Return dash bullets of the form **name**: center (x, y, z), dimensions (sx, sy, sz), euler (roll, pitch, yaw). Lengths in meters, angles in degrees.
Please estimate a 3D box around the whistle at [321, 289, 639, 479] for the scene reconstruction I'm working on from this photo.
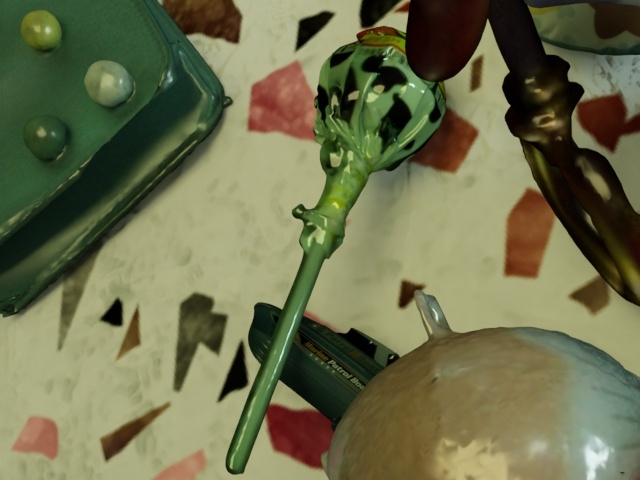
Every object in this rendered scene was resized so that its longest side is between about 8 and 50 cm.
- **whistle**: center (0.116, 0.181, 0.550), dimensions (0.189, 0.189, 0.348), euler (-23, 75, 19)

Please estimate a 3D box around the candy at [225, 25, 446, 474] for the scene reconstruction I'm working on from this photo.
- **candy**: center (0.000, 0.000, 0.697), dimensions (0.091, 0.083, 0.305), euler (-31, 34, 65)

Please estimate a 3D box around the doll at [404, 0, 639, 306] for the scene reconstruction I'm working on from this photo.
- **doll**: center (0.174, -0.093, 0.502), dimensions (0.209, 0.340, 0.318), euler (-53, 30, -6)

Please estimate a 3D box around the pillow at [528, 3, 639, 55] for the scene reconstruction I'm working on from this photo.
- **pillow**: center (0.209, -0.214, 0.700), dimensions (0.233, 0.086, 0.214), euler (-36, 48, 14)

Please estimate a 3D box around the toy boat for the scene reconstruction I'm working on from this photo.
- **toy boat**: center (0.003, 0.079, 0.704), dimensions (0.060, 0.055, 0.141), euler (-41, 53, -21)

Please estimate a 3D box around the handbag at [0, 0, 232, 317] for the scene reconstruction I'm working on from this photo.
- **handbag**: center (-0.240, -0.113, 0.878), dimensions (0.269, 0.100, 0.274), euler (-40, 59, 10)
